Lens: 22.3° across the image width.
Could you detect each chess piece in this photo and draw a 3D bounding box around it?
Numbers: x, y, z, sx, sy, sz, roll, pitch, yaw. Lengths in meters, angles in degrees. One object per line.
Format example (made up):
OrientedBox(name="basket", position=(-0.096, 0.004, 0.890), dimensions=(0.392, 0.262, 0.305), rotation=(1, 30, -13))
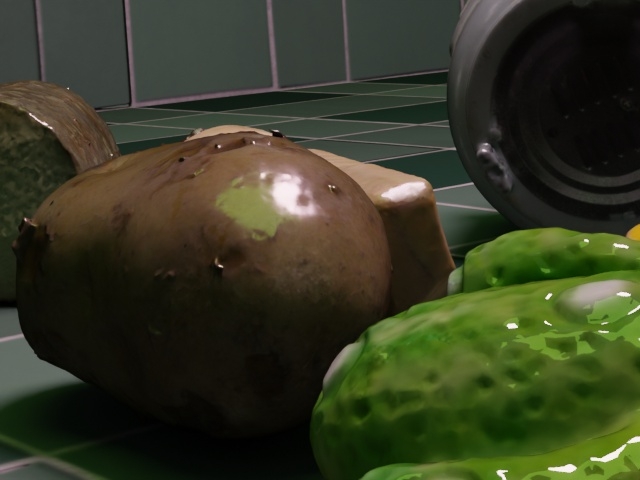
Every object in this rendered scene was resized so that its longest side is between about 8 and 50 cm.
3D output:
OrientedBox(name="chess piece", position=(0.000, 0.000, 0.996), dimensions=(0.137, 0.137, 0.301), rotation=(-7, 9, -23))

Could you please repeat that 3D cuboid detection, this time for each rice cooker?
OrientedBox(name="rice cooker", position=(0.234, -0.138, 1.312), dimensions=(0.264, 0.317, 0.316), rotation=(28, 12, 2))

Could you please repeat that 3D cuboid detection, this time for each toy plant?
OrientedBox(name="toy plant", position=(0.146, 0.046, 0.623), dimensions=(0.315, 0.184, 0.224), rotation=(-12, 27, 10))

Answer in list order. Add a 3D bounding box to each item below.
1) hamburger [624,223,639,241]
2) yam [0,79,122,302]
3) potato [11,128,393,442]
OrientedBox(name="hamburger", position=(0.249, 0.019, 0.964), dimensions=(0.141, 0.081, 0.126), rotation=(-15, 8, 0))
OrientedBox(name="yam", position=(-0.240, -0.045, 1.280), dimensions=(0.161, 0.161, 0.268), rotation=(-3, 10, -1))
OrientedBox(name="potato", position=(-0.057, 0.021, 0.843), dimensions=(0.165, 0.165, 0.262), rotation=(-11, 7, -38))
